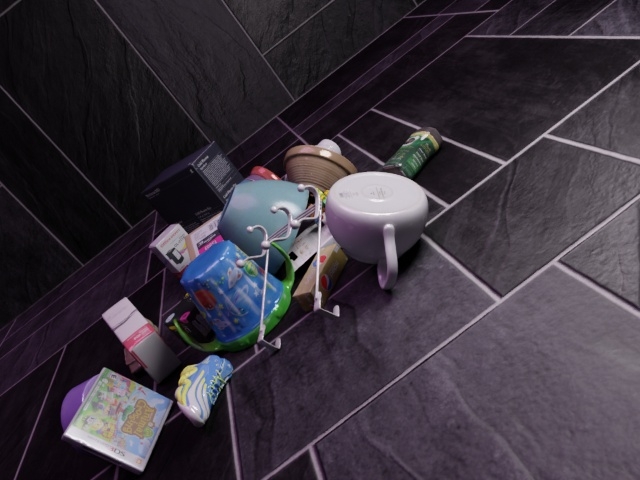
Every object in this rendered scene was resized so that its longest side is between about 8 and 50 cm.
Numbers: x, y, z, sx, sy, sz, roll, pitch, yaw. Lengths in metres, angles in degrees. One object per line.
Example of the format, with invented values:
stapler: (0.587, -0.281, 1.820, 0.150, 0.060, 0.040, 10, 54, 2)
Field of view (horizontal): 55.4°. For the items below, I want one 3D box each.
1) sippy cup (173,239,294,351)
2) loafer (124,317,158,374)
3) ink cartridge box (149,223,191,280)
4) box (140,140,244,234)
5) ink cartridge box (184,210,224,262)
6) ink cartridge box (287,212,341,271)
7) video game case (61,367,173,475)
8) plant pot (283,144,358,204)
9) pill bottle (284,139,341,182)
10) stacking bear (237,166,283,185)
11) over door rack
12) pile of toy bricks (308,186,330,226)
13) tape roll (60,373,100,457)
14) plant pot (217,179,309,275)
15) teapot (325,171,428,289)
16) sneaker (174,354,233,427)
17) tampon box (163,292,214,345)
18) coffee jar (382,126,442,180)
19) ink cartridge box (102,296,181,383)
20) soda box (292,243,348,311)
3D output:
sippy cup: (-0.232, 0.129, 1.583, 0.240, 0.224, 0.305, -15, 31, 43)
loafer: (-0.570, 0.320, 1.900, 0.102, 0.092, 0.268, -38, 22, 1)
ink cartridge box: (-0.526, 0.043, 2.261, 0.127, 0.175, 0.072, -50, 25, -26)
box: (-0.467, -0.170, 2.405, 0.343, 0.312, 0.179, -19, 28, 38)
ink cartridge box: (-0.323, 0.012, 2.030, 0.234, 0.088, 0.193, -34, 50, 10)
ink cartridge box: (0.000, 0.000, 1.718, 0.224, 0.056, 0.181, -45, 22, -2)
video game case: (-0.468, 0.419, 1.431, 0.023, 0.193, 0.212, -54, 12, 31)
plant pot: (-0.011, -0.181, 1.875, 0.237, 0.237, 0.110, -10, 56, 50)
pill bottle: (-0.020, -0.255, 2.140, 0.121, 0.121, 0.216, -8, 37, 51)
stacking bear: (-0.267, -0.114, 2.215, 0.175, 0.164, 0.289, -1, 47, 56)
over door rack: (-0.086, 0.059, 1.397, 0.239, 0.108, 0.324, -34, 54, 42)
pile of toy bricks: (0.015, -0.106, 1.677, 0.118, 0.105, 0.212, -43, 23, -2)
tape roll: (-0.537, 0.431, 1.508, 0.080, 0.189, 0.189, -30, 24, 22)
plant pot: (-0.183, -0.058, 1.758, 0.290, 0.195, 0.290, -60, 15, 28)
teapot: (0.128, -0.029, 1.408, 0.252, 0.187, 0.256, 22, 37, 31)
sneaker: (-0.266, 0.331, 1.418, 0.126, 0.091, 0.240, -39, 21, -3)
tampon box: (-0.349, 0.208, 1.767, 0.120, 0.101, 0.161, -18, 30, 42)
coffee jar: (0.265, -0.243, 1.736, 0.184, 0.079, 0.096, -48, 21, -20)
ink cartridge box: (-0.504, 0.278, 1.715, 0.092, 0.159, 0.218, -41, 41, -19)
soda box: (0.002, 0.092, 1.517, 0.061, 0.058, 0.181, -18, 29, 39)
